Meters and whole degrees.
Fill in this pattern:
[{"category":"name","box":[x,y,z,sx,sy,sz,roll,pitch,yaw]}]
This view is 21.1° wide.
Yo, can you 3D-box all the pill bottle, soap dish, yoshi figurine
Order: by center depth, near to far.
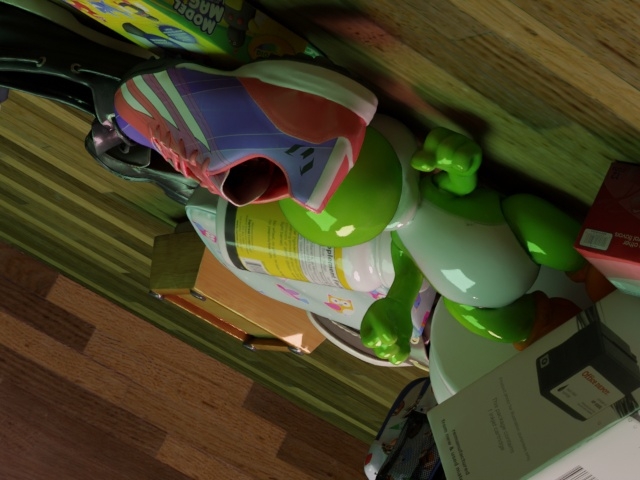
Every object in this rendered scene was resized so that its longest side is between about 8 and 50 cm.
[{"category":"yoshi figurine","box":[0.095,-0.005,1.509,0.362,0.203,0.203,30,160,-6]},{"category":"pill bottle","box":[0.012,-0.014,1.702,0.208,0.119,0.119,10,162,25]},{"category":"pill bottle","box":[0.224,0.144,1.801,0.204,0.204,0.361,22,167,19]},{"category":"soap dish","box":[-0.107,0.065,2.379,0.229,0.118,0.291,30,169,-17]}]

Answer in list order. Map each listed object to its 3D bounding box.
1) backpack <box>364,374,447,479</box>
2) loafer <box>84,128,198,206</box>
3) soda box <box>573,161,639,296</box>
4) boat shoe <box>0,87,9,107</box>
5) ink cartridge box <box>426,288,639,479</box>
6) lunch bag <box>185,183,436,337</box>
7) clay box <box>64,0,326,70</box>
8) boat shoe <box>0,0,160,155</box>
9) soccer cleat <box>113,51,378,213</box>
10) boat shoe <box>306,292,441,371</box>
[{"category":"backpack","box":[0.209,0.278,2.268,0.213,0.263,0.276,22,164,47]},{"category":"loafer","box":[-0.201,-0.101,2.047,0.170,0.062,0.061,22,146,5]},{"category":"soda box","box":[0.331,0.013,1.312,0.263,0.083,0.092,15,163,45]},{"category":"boat shoe","box":[-0.380,-0.202,1.918,0.095,0.079,0.254,24,170,2]},{"category":"ink cartridge box","box":[0.285,0.159,1.496,0.223,0.307,0.129,37,-154,-41]},{"category":"lunch bag","box":[0.000,0.000,1.895,0.279,0.108,0.224,19,160,24]},{"category":"clay box","box":[-0.111,-0.184,1.458,0.222,0.053,0.127,30,168,-35]},{"category":"boat shoe","box":[-0.216,-0.144,1.729,0.340,0.113,0.127,26,167,1]},{"category":"soccer cleat","box":[-0.085,-0.086,1.435,0.108,0.116,0.318,29,164,-38]},{"category":"boat shoe","box":[0.139,0.107,2.058,0.324,0.117,0.097,21,163,6]}]
